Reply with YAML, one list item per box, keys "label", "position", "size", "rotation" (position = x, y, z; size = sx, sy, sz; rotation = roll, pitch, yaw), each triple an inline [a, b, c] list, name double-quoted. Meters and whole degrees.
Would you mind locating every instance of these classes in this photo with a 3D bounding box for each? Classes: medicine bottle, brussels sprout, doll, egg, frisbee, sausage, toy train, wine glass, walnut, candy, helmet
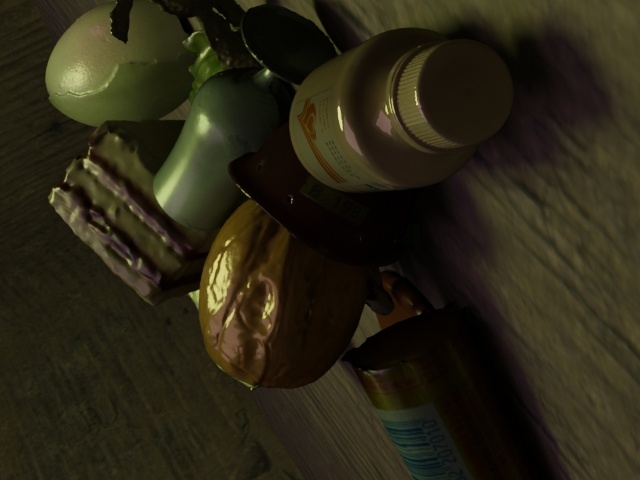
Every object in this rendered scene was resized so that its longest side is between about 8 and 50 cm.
- label: "medicine bottle"
  position: [0.058, -0.093, 0.803]
  size: [0.114, 0.114, 0.252]
  rotation: [63, 167, -7]
- label: "brussels sprout"
  position: [-0.089, -0.160, 1.300]
  size: [0.181, 0.101, 0.139]
  rotation: [70, 158, 13]
- label: "doll"
  position: [-0.146, -0.257, 1.093]
  size: [0.091, 0.203, 0.285]
  rotation: [25, 142, 42]
- label: "egg"
  position: [-0.288, -0.247, 1.608]
  size: [0.183, 0.217, 0.183]
  rotation: [59, 170, 17]
- label: "frisbee"
  position: [0.127, 0.147, 1.282]
  size: [0.250, 0.021, 0.251]
  rotation: [57, 169, 19]
- label: "sausage"
  position: [0.150, 0.216, 1.124]
  size: [0.317, 0.125, 0.117]
  rotation: [62, 168, -18]
- label: "toy train"
  position: [0.056, -0.017, 1.109]
  size: [0.093, 0.056, 0.038]
  rotation: [47, 147, 47]
- label: "wine glass"
  position: [-0.079, -0.111, 1.087]
  size: [0.103, 0.103, 0.231]
  rotation: [57, 135, 20]
- label: "walnut"
  position: [-0.035, 0.047, 1.081]
  size: [0.159, 0.159, 0.206]
  rotation: [45, 130, 52]
- label: "candy"
  position: [-0.147, -0.045, 1.324]
  size: [0.179, 0.135, 0.321]
  rotation: [47, -159, 11]
- label: "helmet"
  position: [0.016, -0.067, 0.990]
  size: [0.175, 0.106, 0.155]
  rotation: [29, -156, 6]

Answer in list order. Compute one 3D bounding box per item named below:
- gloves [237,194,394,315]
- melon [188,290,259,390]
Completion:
- label: "gloves"
  position: [0.004, -0.006, 1.192]
  size: [0.212, 0.127, 0.111]
  rotation: [41, 138, 10]
- label: "melon"
  position: [-0.133, 0.076, 1.746]
  size: [0.343, 0.226, 0.331]
  rotation: [41, 148, 23]
